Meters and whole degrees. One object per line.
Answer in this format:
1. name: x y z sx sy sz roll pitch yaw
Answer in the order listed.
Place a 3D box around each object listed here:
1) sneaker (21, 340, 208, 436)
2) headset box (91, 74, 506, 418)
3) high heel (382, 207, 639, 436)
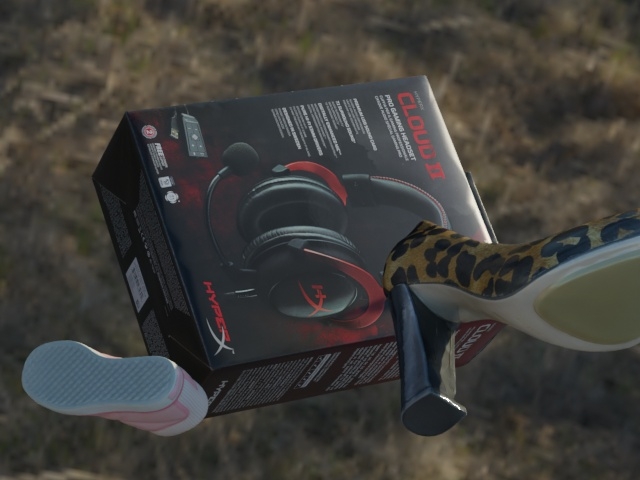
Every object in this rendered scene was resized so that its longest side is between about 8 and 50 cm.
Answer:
1. sneaker: -0.136 0.105 1.326 0.134 0.070 0.051 3 68 32
2. headset box: 0.000 0.000 1.498 0.293 0.110 0.218 -8 67 -27
3. high heel: 0.148 -0.002 1.275 0.093 0.261 0.186 42 28 -31
